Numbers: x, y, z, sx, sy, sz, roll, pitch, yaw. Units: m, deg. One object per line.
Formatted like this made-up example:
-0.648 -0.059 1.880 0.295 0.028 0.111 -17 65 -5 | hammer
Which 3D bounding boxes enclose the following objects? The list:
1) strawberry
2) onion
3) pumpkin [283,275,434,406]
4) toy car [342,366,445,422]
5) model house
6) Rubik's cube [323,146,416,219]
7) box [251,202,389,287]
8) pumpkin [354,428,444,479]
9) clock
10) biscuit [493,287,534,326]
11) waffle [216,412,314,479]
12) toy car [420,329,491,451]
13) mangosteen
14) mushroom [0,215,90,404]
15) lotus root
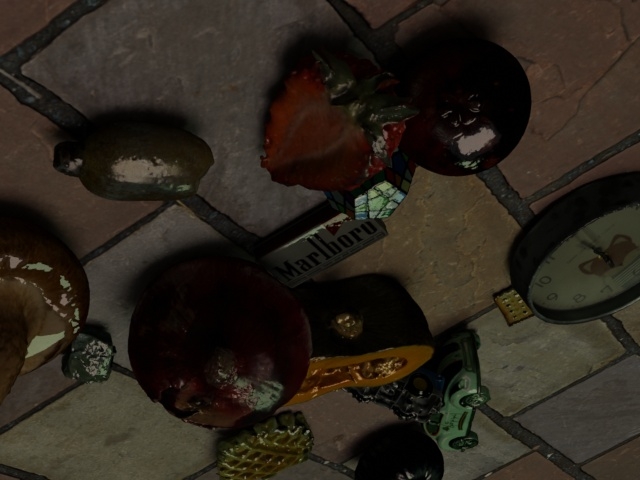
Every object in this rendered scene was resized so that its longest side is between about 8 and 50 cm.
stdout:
0.021 -0.131 1.296 0.098 0.174 0.228 -37 167 -38 | strawberry
-0.146 0.164 1.498 0.272 0.195 0.272 0 108 0 | onion
0.030 0.156 1.696 0.317 0.139 0.222 -6 145 -19 | pumpkin
0.136 0.251 1.907 0.191 0.100 0.097 22 136 -1 | toy car
-0.346 0.167 1.594 0.078 0.066 0.083 11 118 -23 | model house
0.061 -0.091 1.396 0.112 0.133 0.133 -10 156 36 | Rubik's cube
0.000 0.000 1.556 0.177 0.036 0.115 -30 144 13 | box
0.165 0.489 2.222 0.202 0.140 0.202 -19 130 -25 | pumpkin
0.484 0.022 1.795 0.325 0.067 0.325 -14 140 -12 | clock
0.419 0.088 1.916 0.203 0.016 0.144 -28 145 10 | biscuit
-0.108 0.413 2.047 0.208 0.054 0.214 -15 143 -15 | waffle
0.245 0.292 2.005 0.125 0.136 0.306 -4 144 -1 | toy car
0.177 -0.165 1.328 0.200 0.200 0.200 -14 145 -10 | mangosteen
-0.417 0.106 1.354 0.267 0.254 0.267 -22 173 -3 | mushroom
-0.226 -0.093 1.266 0.192 0.088 0.113 2 146 -29 | lotus root
